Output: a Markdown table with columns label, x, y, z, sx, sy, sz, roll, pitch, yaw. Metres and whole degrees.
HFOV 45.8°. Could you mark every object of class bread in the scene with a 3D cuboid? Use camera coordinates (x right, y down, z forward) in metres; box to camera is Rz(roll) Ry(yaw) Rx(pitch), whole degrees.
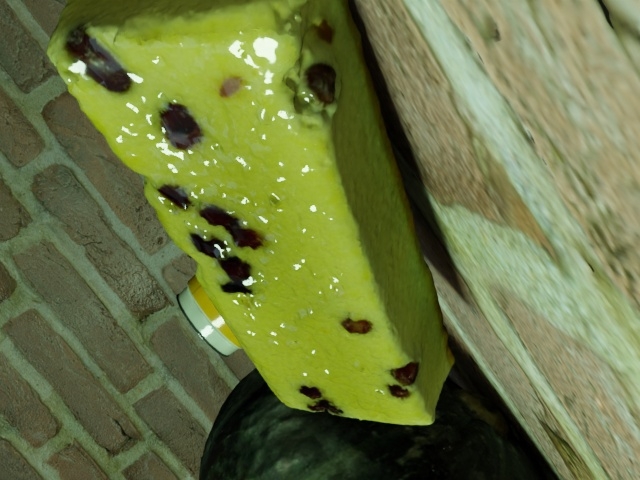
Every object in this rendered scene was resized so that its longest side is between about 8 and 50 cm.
| label | x | y | z | sx | sy | sz | roll | pitch | yaw |
| --- | --- | --- | --- | --- | --- | --- | --- | --- | --- |
| bread | -0.017 | -0.004 | 0.455 | 0.138 | 0.077 | 0.361 | 5 | 143 | 25 |

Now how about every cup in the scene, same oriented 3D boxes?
| label | x | y | z | sx | sy | sz | roll | pitch | yaw |
| --- | --- | --- | --- | --- | --- | --- | --- | --- | --- |
| cup | -0.081 | 0.049 | 1.205 | 0.196 | 0.279 | 0.196 | 50 | -178 | -2 |

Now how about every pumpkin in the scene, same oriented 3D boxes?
| label | x | y | z | sx | sy | sz | roll | pitch | yaw |
| --- | --- | --- | --- | --- | --- | --- | --- | --- | --- |
| pumpkin | 0.077 | 0.308 | 0.862 | 0.454 | 0.344 | 0.454 | 43 | -165 | -14 |
